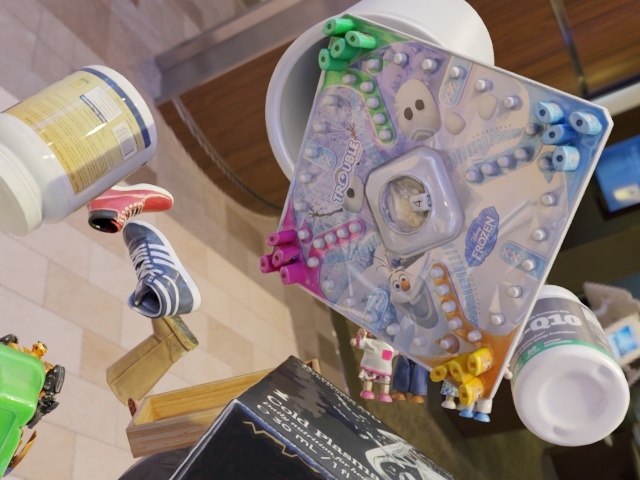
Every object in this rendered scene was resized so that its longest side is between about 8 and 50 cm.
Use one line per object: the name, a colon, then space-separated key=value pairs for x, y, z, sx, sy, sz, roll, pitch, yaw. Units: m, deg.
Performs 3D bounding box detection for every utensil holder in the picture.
utensil holder: x=0.126 y=-0.252 z=1.266 sx=0.327 sy=0.328 sz=0.385 roll=63 pitch=28 yaw=-17

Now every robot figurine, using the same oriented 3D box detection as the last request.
robot figurine: x=-0.607 y=0.323 z=1.431 sx=0.291 sy=0.211 sz=0.085 roll=-58 pitch=157 yaw=-14

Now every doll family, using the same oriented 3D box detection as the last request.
doll family: x=0.185 y=0.190 z=1.252 sx=0.118 sy=0.263 sz=0.163 roll=6 pitch=93 yaw=-78

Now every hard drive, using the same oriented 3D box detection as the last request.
hard drive: x=-0.354 y=0.568 z=1.853 sx=0.172 sy=0.255 sz=0.054 roll=51 pitch=15 yaw=-22

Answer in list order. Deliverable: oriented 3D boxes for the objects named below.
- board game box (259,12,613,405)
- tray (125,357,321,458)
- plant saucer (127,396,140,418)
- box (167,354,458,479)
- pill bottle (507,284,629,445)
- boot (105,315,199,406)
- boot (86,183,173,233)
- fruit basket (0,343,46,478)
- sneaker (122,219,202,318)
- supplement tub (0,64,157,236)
board game box: x=0.108 y=-0.046 z=0.956 sx=0.050 sy=0.390 sz=0.390 roll=-13 pitch=127 yaw=-51
tray: x=-0.196 y=0.364 z=1.648 sx=0.203 sy=0.411 sz=0.076 roll=-103 pitch=180 yaw=-82
plant saucer: x=-0.476 y=0.444 z=1.949 sx=0.013 sy=0.083 sz=0.083 roll=-19 pitch=88 yaw=-32
box: x=0.034 y=0.425 z=0.996 sx=0.480 sy=0.297 sz=0.472 roll=37 pitch=0 yaw=6
pill bottle: x=0.476 y=0.232 z=1.512 sx=0.204 sy=0.204 sz=0.361 roll=65 pitch=15 yaw=-12
boot: x=-0.510 y=0.299 z=2.133 sx=0.236 sy=0.269 sz=0.089 roll=52 pitch=7 yaw=18
boot: x=-0.508 y=-0.074 z=2.030 sx=0.244 sy=0.088 sz=0.176 roll=2 pitch=37 yaw=-27
fruit basket: x=-0.606 y=0.203 z=1.080 sx=0.392 sy=0.392 sz=0.283 roll=38 pitch=73 yaw=-54
sneaker: x=-0.412 y=0.067 z=1.770 sx=0.282 sy=0.099 sz=0.153 roll=50 pitch=29 yaw=15
supplement tub: x=-0.496 y=-0.172 z=1.436 sx=0.316 sy=0.228 sz=0.228 roll=-43 pitch=114 yaw=-35
